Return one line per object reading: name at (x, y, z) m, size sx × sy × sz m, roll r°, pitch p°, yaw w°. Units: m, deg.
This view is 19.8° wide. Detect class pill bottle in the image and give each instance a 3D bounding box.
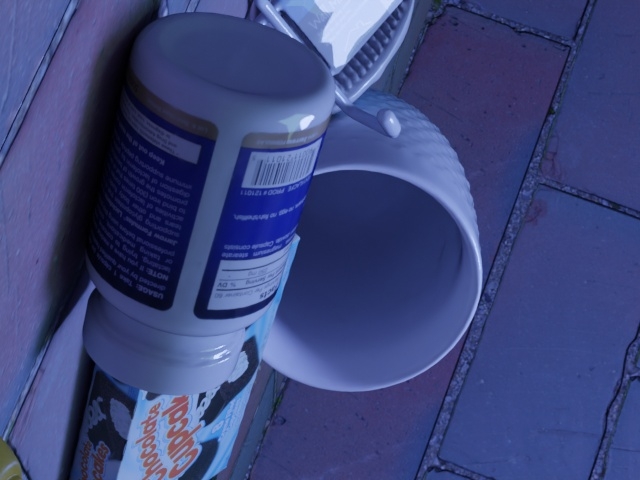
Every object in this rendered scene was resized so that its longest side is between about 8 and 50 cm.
pill bottle at (-0.092, -0.024, 1.377) m, size 0.153 × 0.153 × 0.264 m, roll -62°, pitch 171°, yaw -60°

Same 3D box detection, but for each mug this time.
mug at (0.000, 0.000, 2.086) m, size 0.374 × 0.276 × 0.328 m, roll -41°, pitch -161°, yaw 19°

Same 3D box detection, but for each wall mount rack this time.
wall mount rack at (0.045, -0.271, 1.734) m, size 0.350 × 0.130 × 0.304 m, roll -50°, pitch 132°, yaw -9°

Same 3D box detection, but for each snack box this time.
snack box at (-0.133, 0.133, 1.689) m, size 0.187 × 0.060 × 0.322 m, roll -31°, pitch 151°, yaw -41°

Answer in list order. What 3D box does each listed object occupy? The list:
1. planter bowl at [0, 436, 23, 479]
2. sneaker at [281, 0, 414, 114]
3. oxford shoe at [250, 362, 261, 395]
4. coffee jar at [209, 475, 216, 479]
planter bowl at (-0.225, 0.165, 1.032) m, size 0.217 × 0.090 × 0.217 m, roll 21°, pitch 90°, yaw -86°
sneaker at (0.047, -0.268, 2.067) m, size 0.150 × 0.135 × 0.366 m, roll 94°, pitch 17°, yaw -62°
oxford shoe at (-0.107, 0.057, 1.805) m, size 0.076 × 0.076 × 0.212 m, roll -12°, pitch 98°, yaw -39°
coffee jar at (-0.159, 0.252, 2.222) m, size 0.184 × 0.079 × 0.096 m, roll 103°, pitch 8°, yaw -52°
